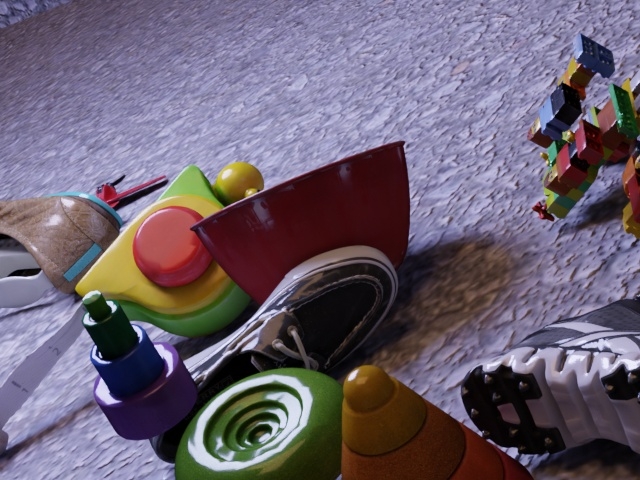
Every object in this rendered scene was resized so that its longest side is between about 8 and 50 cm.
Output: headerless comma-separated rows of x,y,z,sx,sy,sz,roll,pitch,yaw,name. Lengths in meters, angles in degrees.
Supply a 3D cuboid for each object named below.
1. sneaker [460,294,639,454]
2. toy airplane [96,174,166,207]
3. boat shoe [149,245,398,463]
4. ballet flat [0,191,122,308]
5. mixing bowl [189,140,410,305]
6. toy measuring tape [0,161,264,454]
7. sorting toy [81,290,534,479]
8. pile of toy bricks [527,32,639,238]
0.191,0.073,0.877,0.106,0.078,0.234,-39,23,-34,sneaker
-0.248,-0.038,1.784,0.151,0.028,0.151,-27,20,10,toy airplane
-0.031,0.088,1.144,0.219,0.077,0.070,-37,20,-1,boat shoe
-0.341,0.017,1.695,0.342,0.116,0.124,2,55,47,ballet flat
0.000,0.000,1.235,0.181,0.098,0.181,-22,0,0,mixing bowl
-0.150,0.070,1.325,0.330,0.121,0.121,-50,24,-10,toy measuring tape
-0.037,0.096,0.962,0.366,0.126,0.127,15,51,46,sorting toy
0.197,-0.060,1.181,0.105,0.118,0.212,-54,16,31,pile of toy bricks
